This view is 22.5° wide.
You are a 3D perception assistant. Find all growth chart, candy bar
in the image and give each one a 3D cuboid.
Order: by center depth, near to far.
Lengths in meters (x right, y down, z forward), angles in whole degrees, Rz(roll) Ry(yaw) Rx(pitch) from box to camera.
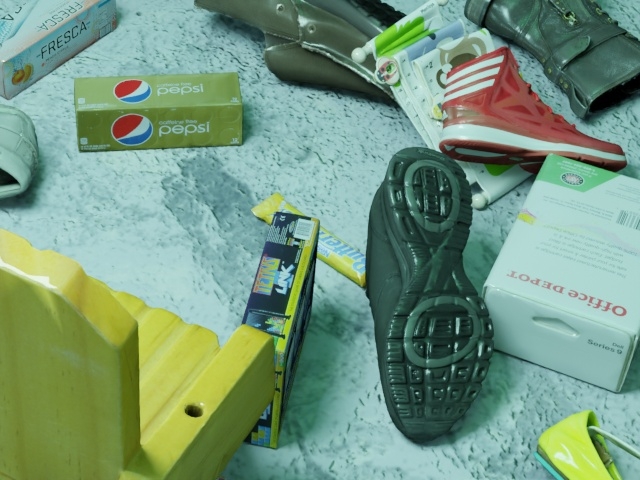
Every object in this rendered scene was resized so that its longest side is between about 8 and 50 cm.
[{"bbox_3d":[0.000,0.000,1.663,0.161,0.018,0.040,34,52,27],"label":"candy bar"},{"bbox_3d":[0.156,-0.153,1.740,0.172,0.021,0.237,-43,100,-29],"label":"growth chart"}]

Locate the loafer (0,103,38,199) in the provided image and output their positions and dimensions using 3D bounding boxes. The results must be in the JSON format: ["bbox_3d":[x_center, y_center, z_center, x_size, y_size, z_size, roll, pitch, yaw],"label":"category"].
[{"bbox_3d":[-0.452,-0.091,1.652,0.319,0.112,0.111,-1,37,-6],"label":"loafer"}]

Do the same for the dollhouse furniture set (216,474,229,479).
[{"bbox_3d":[-0.143,0.222,1.322,0.303,0.173,0.355,29,50,22],"label":"dollhouse furniture set"}]

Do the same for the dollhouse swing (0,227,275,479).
[{"bbox_3d":[-0.222,0.024,1.223,0.347,0.305,0.315,22,39,13],"label":"dollhouse swing"}]

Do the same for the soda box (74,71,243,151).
[{"bbox_3d":[-0.176,-0.141,1.758,0.181,0.061,0.058,-3,45,-8],"label":"soda box"}]

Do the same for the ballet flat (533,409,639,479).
[{"bbox_3d":[0.274,0.235,1.400,0.077,0.077,0.231,-42,51,4],"label":"ballet flat"}]

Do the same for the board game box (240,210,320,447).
[{"bbox_3d":[-0.042,0.081,1.491,0.048,0.141,0.170,11,45,4],"label":"board game box"}]

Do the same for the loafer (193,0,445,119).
[{"bbox_3d":[0.005,-0.232,1.844,0.366,0.130,0.134,37,19,17],"label":"loafer"}]

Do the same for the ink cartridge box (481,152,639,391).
[{"bbox_3d":[0.262,0.029,1.603,0.154,0.093,0.212,18,45,14],"label":"ink cartridge box"}]

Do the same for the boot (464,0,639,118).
[{"bbox_3d":[0.322,-0.258,1.912,0.263,0.091,0.229,-35,63,-28],"label":"boot"}]

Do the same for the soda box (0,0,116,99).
[{"bbox_3d":[-0.316,-0.238,1.847,0.063,0.058,0.183,30,50,23],"label":"soda box"}]

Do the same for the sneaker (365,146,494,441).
[{"bbox_3d":[0.094,0.059,1.555,0.109,0.130,0.286,9,65,-16],"label":"sneaker"}]

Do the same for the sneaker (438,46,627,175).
[{"bbox_3d":[0.231,-0.141,1.715,0.221,0.087,0.128,9,75,-27],"label":"sneaker"}]
